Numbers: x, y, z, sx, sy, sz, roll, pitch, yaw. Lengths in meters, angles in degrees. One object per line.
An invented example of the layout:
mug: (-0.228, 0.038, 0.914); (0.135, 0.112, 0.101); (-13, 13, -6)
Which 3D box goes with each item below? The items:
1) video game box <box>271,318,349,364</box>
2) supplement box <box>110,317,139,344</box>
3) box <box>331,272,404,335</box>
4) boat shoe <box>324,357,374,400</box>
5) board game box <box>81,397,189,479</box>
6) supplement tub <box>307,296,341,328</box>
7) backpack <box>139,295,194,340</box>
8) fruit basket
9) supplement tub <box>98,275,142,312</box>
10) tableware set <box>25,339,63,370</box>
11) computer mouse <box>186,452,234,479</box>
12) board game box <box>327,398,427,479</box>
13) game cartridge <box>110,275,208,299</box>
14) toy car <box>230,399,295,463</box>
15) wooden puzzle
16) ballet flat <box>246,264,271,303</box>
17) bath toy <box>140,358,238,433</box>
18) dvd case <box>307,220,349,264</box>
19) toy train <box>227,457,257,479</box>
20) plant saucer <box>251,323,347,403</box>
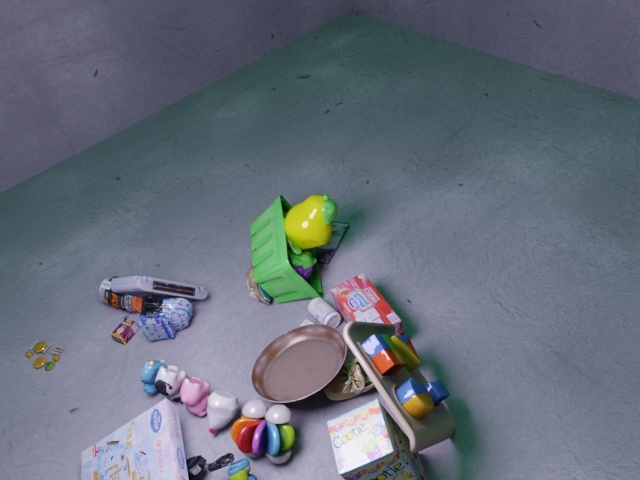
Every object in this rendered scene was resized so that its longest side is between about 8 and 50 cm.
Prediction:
video game box: (-0.039, 0.367, 1.878); (0.187, 0.048, 0.205); (20, 53, 38)
supplement box: (-0.713, 0.332, 2.136); (0.054, 0.043, 0.083); (10, 47, 29)
box: (0.152, 0.242, 1.892); (0.128, 0.123, 0.257); (-26, 42, -11)
boat shoe: (0.141, 0.385, 1.741); (0.285, 0.089, 0.105); (-25, 72, -11)
board game box: (-0.526, 0.660, 1.641); (0.318, 0.066, 0.319); (-33, 42, 6)
supplement tub: (0.013, 0.247, 1.972); (0.071, 0.071, 0.107); (-33, 43, -18)
backpack: (-0.538, 0.274, 2.070); (0.173, 0.158, 0.117); (-4, 50, -3)
fruit basket: (-0.063, -0.004, 2.087); (0.391, 0.283, 0.392); (-20, 45, 21)
supplement tub: (-0.739, 0.207, 2.226); (0.190, 0.117, 0.117); (11, 48, 29)
tableware set: (-1.020, 0.425, 2.154); (0.154, 0.024, 0.104); (8, 50, 24)
computer mouse: (-0.318, 0.629, 1.621); (0.242, 0.041, 0.071); (-24, 10, 38)
board game box: (0.147, 0.537, 1.437); (0.144, 0.275, 0.142); (-27, 40, 9)
game cartridge: (-0.578, 0.176, 2.084); (0.198, 0.297, 0.062); (-13, 71, 37)
toy car: (-0.165, 0.540, 1.622); (0.181, 0.159, 0.136); (6, 6, 23)
wooden puzzle: (0.229, 0.358, 1.531); (0.080, 0.322, 0.348); (-39, 65, 18)
ballet flat: (-0.231, 0.175, 2.148); (0.067, 0.073, 0.206); (-41, 37, 14)
bath toy: (-0.402, 0.484, 1.811); (0.348, 0.151, 0.129); (17, 89, 29)
dvd case: (0.000, 0.000, 2.287); (0.164, 0.018, 0.221); (8, 47, 26)
toy train: (-0.180, 0.639, 1.460); (0.105, 0.248, 0.143); (-25, 85, -9)
plant saucer: (-0.059, 0.377, 1.764); (0.310, 0.050, 0.311); (-19, 30, 11)
